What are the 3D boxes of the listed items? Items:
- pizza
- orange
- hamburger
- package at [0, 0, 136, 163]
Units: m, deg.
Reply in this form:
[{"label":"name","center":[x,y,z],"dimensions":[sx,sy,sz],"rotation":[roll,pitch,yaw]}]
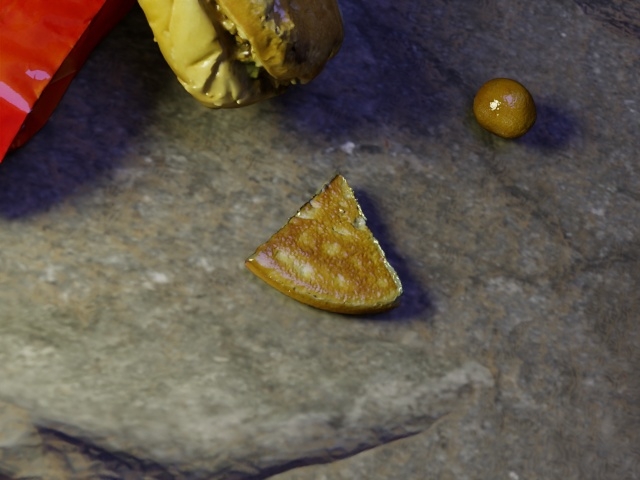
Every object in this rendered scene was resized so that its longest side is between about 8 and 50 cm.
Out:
[{"label":"pizza","center":[0.000,0.000,1.232],"dimensions":[0.185,0.036,0.176],"rotation":[5,61,-21]},{"label":"orange","center":[0.236,-0.167,1.404],"dimensions":[0.085,0.085,0.085],"rotation":[11,61,-20]},{"label":"hamburger","center":[-0.093,-0.294,1.208],"dimensions":[0.318,0.158,0.318],"rotation":[50,30,-44]},{"label":"package","center":[-0.325,-0.244,1.156],"dimensions":[0.196,0.123,0.423],"rotation":[30,55,-6]}]
